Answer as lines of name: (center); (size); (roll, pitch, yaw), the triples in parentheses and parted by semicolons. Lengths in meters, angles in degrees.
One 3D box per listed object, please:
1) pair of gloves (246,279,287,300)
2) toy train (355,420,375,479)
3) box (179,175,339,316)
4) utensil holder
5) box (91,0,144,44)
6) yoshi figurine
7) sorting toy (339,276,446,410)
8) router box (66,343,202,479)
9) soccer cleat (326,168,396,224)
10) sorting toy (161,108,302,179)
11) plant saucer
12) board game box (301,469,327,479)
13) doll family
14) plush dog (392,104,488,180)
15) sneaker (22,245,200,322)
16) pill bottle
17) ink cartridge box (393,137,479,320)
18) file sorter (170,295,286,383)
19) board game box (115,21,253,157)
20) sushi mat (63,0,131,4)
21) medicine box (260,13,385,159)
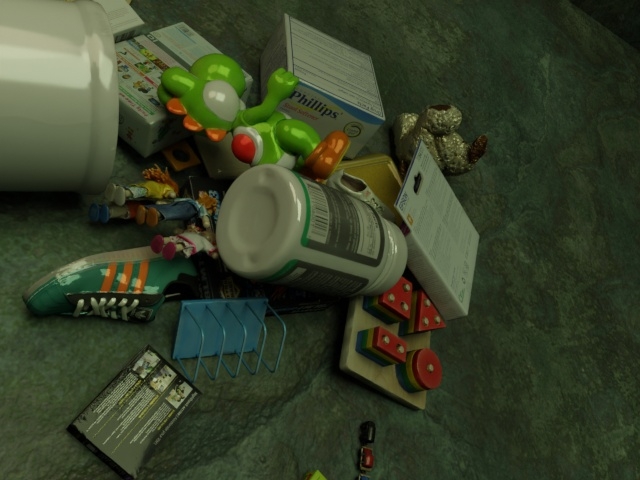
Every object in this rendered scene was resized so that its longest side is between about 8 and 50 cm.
pair of gloves: (-0.101, 0.077, 1.150); (0.083, 0.010, 0.074); (41, 52, -7)
toy train: (0.091, 0.437, 1.149); (0.027, 0.036, 0.158); (25, 53, -21)
box: (-0.127, 0.012, 1.217); (0.294, 0.073, 0.295); (-3, 68, -35)
utensil holder: (-0.554, -0.234, 0.908); (0.386, 0.327, 0.327); (-3, 67, -32)
box: (-0.447, -0.444, 1.214); (0.087, 0.102, 0.101); (50, 49, -4)
yoshi figurine: (-0.125, -0.247, 1.124); (0.362, 0.203, 0.203); (29, 13, -11)
sorting toy: (0.177, 0.203, 1.267); (0.256, 0.089, 0.257); (35, 49, -31)
router box: (-0.304, 0.283, 0.962); (0.133, 0.046, 0.179); (45, 49, -6)
soccer cleat: (0.101, -0.091, 1.322); (0.196, 0.076, 0.068); (32, 51, -16)
sorting toy: (-0.204, -0.212, 1.312); (0.348, 0.047, 0.195); (-13, 68, -38)
plant saucer: (0.126, -0.077, 1.436); (0.333, 0.081, 0.332); (-17, 74, -39)
board game box: (0.019, 0.520, 1.048); (0.181, 0.043, 0.092); (49, 49, -1)
doll family: (-0.278, -0.063, 1.059); (0.263, 0.118, 0.163); (26, 20, 24)
plush dog: (0.329, -0.242, 1.592); (0.226, 0.262, 0.210); (12, 87, -20)
sneaker: (-0.343, 0.090, 1.003); (0.302, 0.108, 0.121); (-16, 70, -40)
pill bottle: (0.000, 0.000, 1.095); (0.361, 0.204, 0.204); (19, 53, -48)
ink cartridge box: (0.267, -0.032, 1.384); (0.330, 0.072, 0.324); (53, 36, -20)
file sorter: (-0.163, 0.179, 1.042); (0.171, 0.118, 0.104); (1, 24, -34)
board game box: (-0.329, -0.329, 1.228); (0.224, 0.097, 0.303); (40, 46, 11)
sushi mat: (-0.519, -0.528, 1.291); (0.152, 0.019, 0.316); (25, 54, -22)
medicine box: (-0.003, -0.383, 1.440); (0.264, 0.149, 0.289); (19, 44, -25)
